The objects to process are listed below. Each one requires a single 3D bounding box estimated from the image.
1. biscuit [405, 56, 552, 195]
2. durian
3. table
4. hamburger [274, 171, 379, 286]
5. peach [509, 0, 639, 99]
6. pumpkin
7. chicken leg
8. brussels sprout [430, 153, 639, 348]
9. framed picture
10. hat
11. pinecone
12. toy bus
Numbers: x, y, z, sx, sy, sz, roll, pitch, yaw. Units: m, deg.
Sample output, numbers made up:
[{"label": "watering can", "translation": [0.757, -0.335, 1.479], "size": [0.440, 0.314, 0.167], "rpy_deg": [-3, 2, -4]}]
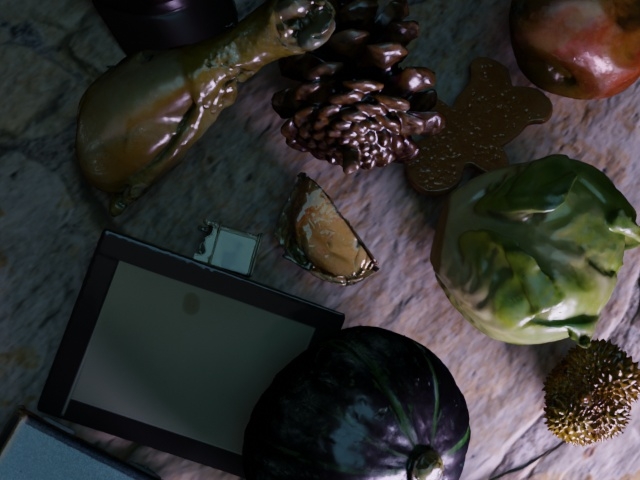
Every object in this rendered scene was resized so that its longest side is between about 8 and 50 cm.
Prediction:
[{"label": "biscuit", "translation": [0.220, -0.160, 1.525], "size": [0.165, 0.036, 0.250], "rpy_deg": [39, 72, 12]}, {"label": "durian", "translation": [0.387, 0.217, 1.461], "size": [0.158, 0.168, 0.137], "rpy_deg": [-38, 78, 12]}, {"label": "table", "translation": [-0.131, 0.012, 1.400], "size": [0.083, 0.079, 0.062], "rpy_deg": [16, 80, -10]}, {"label": "hamburger", "translation": [-0.008, 0.000, 1.436], "size": [0.102, 0.087, 0.176], "rpy_deg": [-38, 101, -4]}, {"label": "peach", "translation": [0.369, -0.317, 1.505], "size": [0.235, 0.214, 0.214], "rpy_deg": [16, 78, -34]}, {"label": "pumpkin", "translation": [0.058, 0.267, 1.306], "size": [0.315, 0.238, 0.315], "rpy_deg": [-10, 107, -35]}, {"label": "chicken leg", "translation": [-0.147, -0.207, 1.315], "size": [0.429, 0.201, 0.153], "rpy_deg": [-30, 133, 18]}, {"label": "brussels sprout", "translation": [0.299, 0.015, 1.419], "size": [0.294, 0.227, 0.260], "rpy_deg": [8, 82, 10]}, {"label": "framed picture", "translation": [-0.170, 0.162, 1.363], "size": [0.346, 0.016, 0.265], "rpy_deg": [20, 95, -10]}, {"label": "hat", "translation": [-0.224, -0.398, 1.367], "size": [0.238, 0.209, 0.336], "rpy_deg": [-36, 94, -19]}, {"label": "pinecone", "translation": [0.048, -0.223, 1.408], "size": [0.243, 0.244, 0.309], "rpy_deg": [3, 70, -14]}, {"label": "toy bus", "translation": [-0.285, 0.323, 1.271], "size": [0.275, 0.167, 0.139], "rpy_deg": [30, 76, -9]}]
